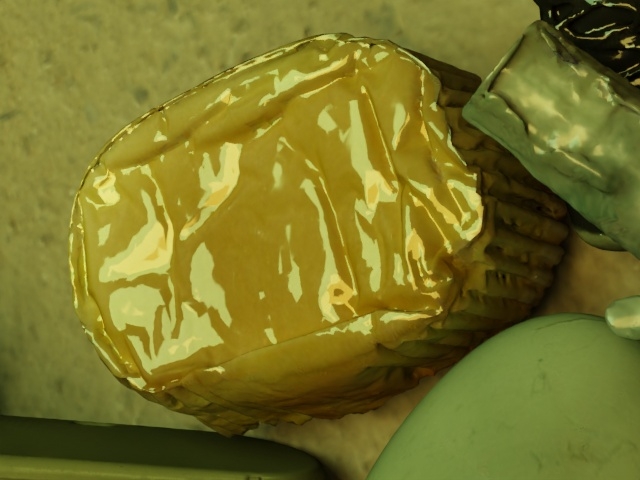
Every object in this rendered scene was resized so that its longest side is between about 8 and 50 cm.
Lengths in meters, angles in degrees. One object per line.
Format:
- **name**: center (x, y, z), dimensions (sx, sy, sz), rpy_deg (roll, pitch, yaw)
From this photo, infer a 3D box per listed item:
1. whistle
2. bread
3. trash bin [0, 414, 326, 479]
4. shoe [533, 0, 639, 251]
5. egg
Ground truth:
- **whistle**: center (0.217, 0.026, 0.862), dimensions (0.346, 0.134, 0.142), rpy_deg (39, 103, 3)
- **bread**: center (0.000, 0.000, 1.005), dimensions (0.250, 0.133, 0.179), rpy_deg (-25, 75, 23)
- **trash bin**: center (-0.130, 0.226, 1.023), dimensions (0.243, 0.121, 0.247), rpy_deg (7, 93, -15)
- **shoe**: center (0.147, -0.141, 0.933), dimensions (0.114, 0.137, 0.290), rpy_deg (-7, 85, 28)
- **egg**: center (0.098, 0.163, 0.917), dimensions (0.183, 0.183, 0.264), rpy_deg (15, 85, 28)
